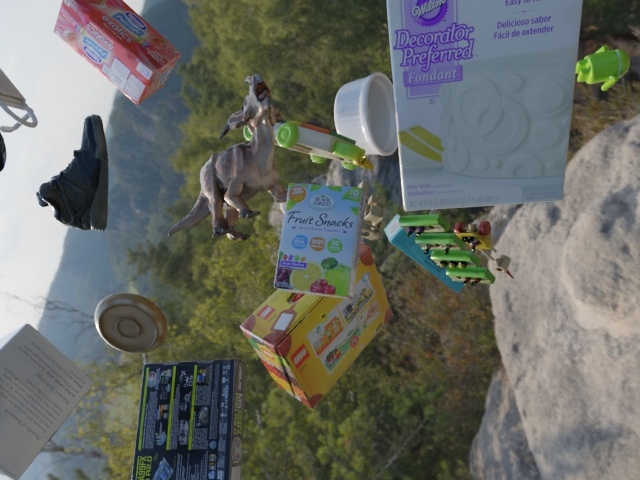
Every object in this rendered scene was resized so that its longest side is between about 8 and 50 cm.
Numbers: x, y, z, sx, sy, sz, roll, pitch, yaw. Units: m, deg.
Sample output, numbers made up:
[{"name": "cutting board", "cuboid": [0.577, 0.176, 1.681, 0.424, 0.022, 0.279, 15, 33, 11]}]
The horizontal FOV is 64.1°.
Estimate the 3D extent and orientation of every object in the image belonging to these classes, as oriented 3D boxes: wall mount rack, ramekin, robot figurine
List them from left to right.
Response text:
[{"name": "wall mount rack", "cuboid": [-0.846, -0.373, 1.180, 0.130, 0.350, 0.304, -38, 0, 7]}, {"name": "ramekin", "cuboid": [0.161, -0.423, 1.752, 0.135, 0.277, 0.277, -1, 71, 32]}, {"name": "robot figurine", "cuboid": [0.657, -0.403, 1.185, 0.067, 0.115, 0.101, 54, -152, -65]}]

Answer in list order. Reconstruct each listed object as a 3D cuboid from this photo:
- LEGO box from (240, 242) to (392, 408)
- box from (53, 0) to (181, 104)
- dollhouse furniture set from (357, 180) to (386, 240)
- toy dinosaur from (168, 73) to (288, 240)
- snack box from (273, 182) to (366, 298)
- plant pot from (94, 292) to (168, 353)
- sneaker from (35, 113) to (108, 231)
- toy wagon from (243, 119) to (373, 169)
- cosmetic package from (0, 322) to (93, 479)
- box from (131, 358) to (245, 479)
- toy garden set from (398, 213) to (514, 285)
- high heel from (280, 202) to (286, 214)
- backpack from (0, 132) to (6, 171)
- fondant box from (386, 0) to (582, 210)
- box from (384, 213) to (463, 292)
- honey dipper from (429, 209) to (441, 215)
[{"name": "LEGO box", "cuboid": [0.010, 0.288, 1.859, 0.193, 0.372, 0.500, 19, 53, 42]}, {"name": "box", "cuboid": [-0.576, -0.561, 1.457, 0.154, 0.300, 0.142, -39, 15, 44]}, {"name": "dollhouse furniture set", "cuboid": [0.183, -0.116, 1.618, 0.161, 0.101, 0.181, 136, 150, -60]}, {"name": "toy dinosaur", "cuboid": [-0.140, -0.117, 0.838, 0.296, 0.127, 0.200, -29, 79, 29]}, {"name": "snack box", "cuboid": [0.000, 0.000, 0.664, 0.037, 0.100, 0.141, 38, -121, -71]}, {"name": "plant pot", "cuboid": [-0.607, 0.273, 1.628, 0.032, 0.237, 0.236, -84, 19, -64]}, {"name": "sneaker", "cuboid": [-0.475, -0.132, 0.983, 0.087, 0.131, 0.227, -144, 60, -62]}, {"name": "toy wagon", "cuboid": [-0.009, -0.235, 1.257, 0.345, 0.267, 0.068, 18, 97, 40]}, {"name": "cosmetic package", "cuboid": [-0.500, 0.259, 0.799, 0.151, 0.151, 0.183, -25, 24, 32]}, {"name": "box", "cuboid": [-0.268, 0.385, 1.049, 0.060, 0.217, 0.269, 50, -144, -64]}, {"name": "toy garden set", "cuboid": [0.305, 0.035, 1.089, 0.204, 0.244, 0.049, 0, 55, 52]}, {"name": "high heel", "cuboid": [-0.022, -0.058, 1.285, 0.082, 0.117, 0.244, -47, 31, -6]}, {"name": "backpack", "cuboid": [-0.740, -0.202, 1.108, 0.114, 0.105, 0.084, 104, 152, -44]}, {"name": "fondant box", "cuboid": [0.227, -0.212, 0.740, 0.096, 0.239, 0.330, -75, -22, -58]}, {"name": "box", "cuboid": [0.285, 0.034, 1.360, 0.060, 0.244, 0.100, -50, 16, 14]}, {"name": "honey dipper", "cuboid": [0.298, -0.093, 1.368, 0.160, 0.031, 0.030, -89, 24, -57]}]
